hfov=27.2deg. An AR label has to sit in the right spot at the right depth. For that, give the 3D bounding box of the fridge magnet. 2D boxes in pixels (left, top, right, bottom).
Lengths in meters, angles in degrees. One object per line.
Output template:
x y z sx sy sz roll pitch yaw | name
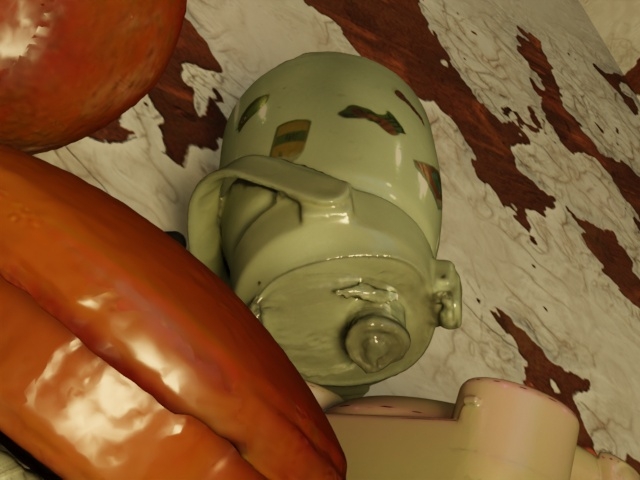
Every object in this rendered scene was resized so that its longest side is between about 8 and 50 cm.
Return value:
-0.130 0.070 0.829 0.363 0.155 0.363 38 -9 7 | fridge magnet

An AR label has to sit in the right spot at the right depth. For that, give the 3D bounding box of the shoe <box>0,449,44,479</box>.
-0.187 0.220 0.706 0.159 0.124 0.316 30 29 -33 | shoe

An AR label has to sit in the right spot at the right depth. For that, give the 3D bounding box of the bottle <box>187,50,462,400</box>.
0.000 0.000 1.134 0.229 0.229 0.352 38 24 -20 | bottle

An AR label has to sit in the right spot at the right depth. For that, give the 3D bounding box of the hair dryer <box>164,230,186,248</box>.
-0.128 0.030 1.136 0.047 0.026 0.083 -4 65 -54 | hair dryer

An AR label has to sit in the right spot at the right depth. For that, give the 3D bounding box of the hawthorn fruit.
-0.229 -0.205 1.039 0.275 0.275 0.299 50 18 3 | hawthorn fruit

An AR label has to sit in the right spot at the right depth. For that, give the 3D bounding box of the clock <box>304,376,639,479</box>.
0.117 0.206 1.013 0.309 0.284 0.114 36 60 -38 | clock
